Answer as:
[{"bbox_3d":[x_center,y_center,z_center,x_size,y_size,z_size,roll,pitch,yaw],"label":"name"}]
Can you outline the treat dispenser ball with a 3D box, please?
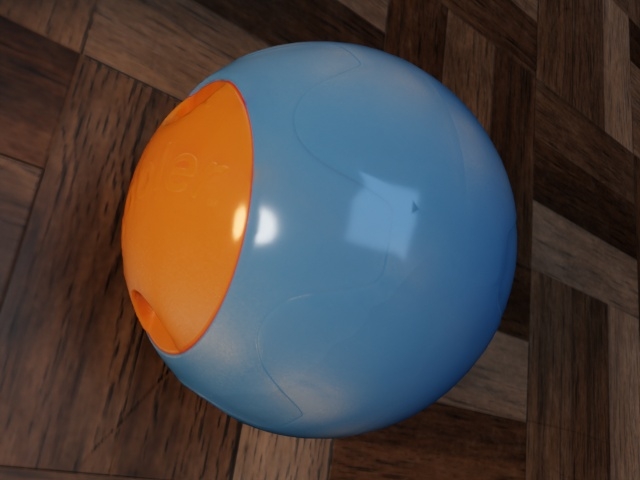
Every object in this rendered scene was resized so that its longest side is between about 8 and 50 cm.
[{"bbox_3d":[0.000,0.000,0.446,0.288,0.288,0.288,9,74,-36],"label":"treat dispenser ball"}]
